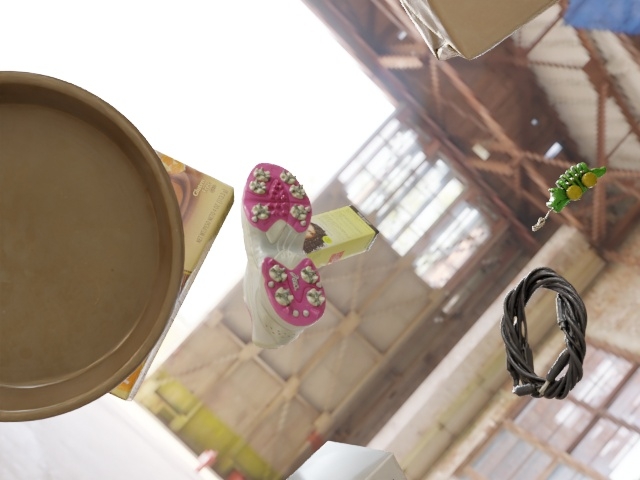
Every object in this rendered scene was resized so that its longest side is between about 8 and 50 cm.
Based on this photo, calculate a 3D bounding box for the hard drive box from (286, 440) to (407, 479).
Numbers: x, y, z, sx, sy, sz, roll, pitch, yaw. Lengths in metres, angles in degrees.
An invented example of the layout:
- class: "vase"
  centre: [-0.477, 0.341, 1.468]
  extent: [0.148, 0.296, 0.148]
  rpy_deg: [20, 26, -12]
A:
- class: "hard drive box"
  centre: [0.022, 0.306, 0.853]
  extent: [0.089, 0.181, 0.232]
  rpy_deg: [-5, -61, 54]

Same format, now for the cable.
- class: "cable"
  centre: [0.308, 0.125, 1.513]
  extent: [0.047, 0.185, 0.150]
  rpy_deg: [10, -12, -27]

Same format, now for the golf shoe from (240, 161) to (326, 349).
- class: "golf shoe"
  centre: [-0.077, 0.022, 1.621]
  extent: [0.115, 0.140, 0.306]
  rpy_deg: [11, 49, -22]

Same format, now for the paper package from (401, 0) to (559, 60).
- class: "paper package"
  centre: [0.271, -0.500, 1.794]
  extent: [0.309, 0.325, 0.168]
  rpy_deg: [56, -5, -12]

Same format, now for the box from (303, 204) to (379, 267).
- class: "box"
  centre: [0.000, 0.000, 2.033]
  extent: [0.087, 0.232, 0.058]
  rpy_deg: [45, -52, 24]

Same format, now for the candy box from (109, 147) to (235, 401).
- class: "candy box"
  centre: [-0.263, 0.035, 1.467]
  extent: [0.183, 0.316, 0.087]
  rpy_deg: [26, -9, 2]

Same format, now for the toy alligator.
- class: "toy alligator"
  centre: [0.467, -0.096, 2.108]
  extent: [0.051, 0.189, 0.056]
  rpy_deg: [52, -7, -7]

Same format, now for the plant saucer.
- class: "plant saucer"
  centre: [-0.245, 0.005, 0.875]
  extent: [0.278, 0.278, 0.041]
  rpy_deg: [43, 1, -3]
